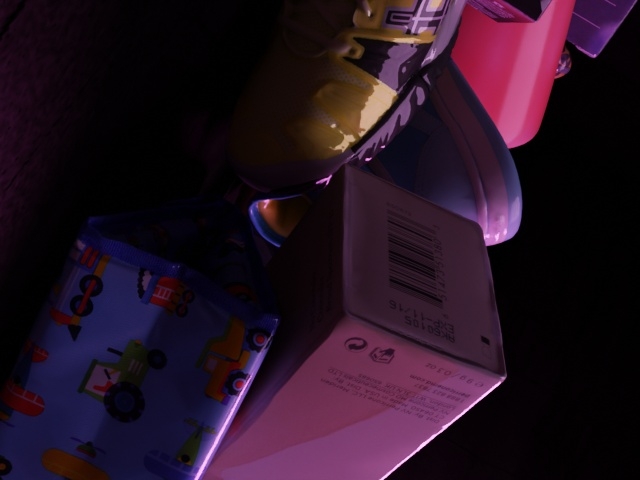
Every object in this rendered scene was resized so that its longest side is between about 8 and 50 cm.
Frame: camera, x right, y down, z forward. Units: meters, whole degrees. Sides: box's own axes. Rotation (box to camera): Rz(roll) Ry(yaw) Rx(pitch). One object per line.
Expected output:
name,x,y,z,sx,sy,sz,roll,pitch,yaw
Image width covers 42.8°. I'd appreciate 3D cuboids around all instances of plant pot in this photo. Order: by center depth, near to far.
plant pot,0.208,-0.297,1.080,0.275,0.274,0.243,-55,166,-49

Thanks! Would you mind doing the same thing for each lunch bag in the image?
lunch bag,-0.130,0.084,0.632,0.221,0.138,0.293,-61,-174,9

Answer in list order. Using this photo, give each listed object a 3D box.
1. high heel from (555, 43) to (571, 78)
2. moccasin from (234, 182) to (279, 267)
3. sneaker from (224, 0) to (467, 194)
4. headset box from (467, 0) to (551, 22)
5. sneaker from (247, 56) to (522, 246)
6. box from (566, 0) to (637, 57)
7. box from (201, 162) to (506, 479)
high heel,0.298,-0.360,1.344,0.186,0.261,0.093,11,127,-43
moccasin,-0.026,-0.027,0.863,0.147,0.139,0.380,-18,-133,66
sneaker,0.042,-0.209,0.589,0.385,0.145,0.147,-56,146,-2
headset box,0.206,-0.328,0.779,0.218,0.110,0.293,-58,-176,16
sneaker,0.017,-0.103,0.721,0.208,0.319,0.127,-19,140,-7
box,0.386,-0.519,1.153,0.395,0.293,0.212,-61,176,35
box,-0.010,0.110,0.616,0.311,0.121,0.148,-52,-156,37
